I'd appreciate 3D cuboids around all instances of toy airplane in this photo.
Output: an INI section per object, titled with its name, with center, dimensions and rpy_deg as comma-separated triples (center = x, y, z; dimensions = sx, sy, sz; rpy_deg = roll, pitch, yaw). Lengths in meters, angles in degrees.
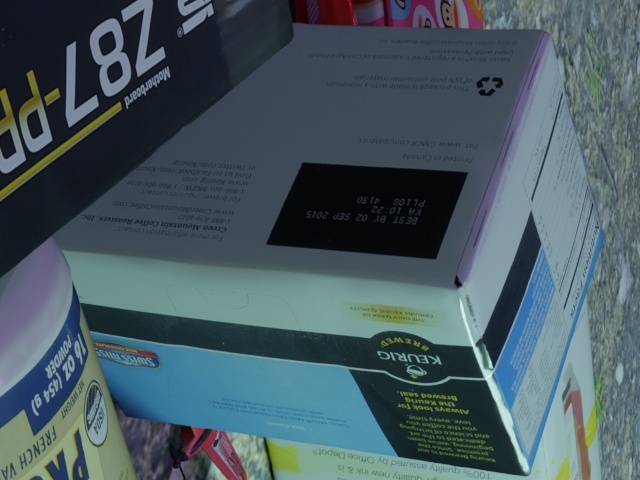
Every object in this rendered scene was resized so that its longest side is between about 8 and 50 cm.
[toy airplane]
center = -0.092, 0.137, 1.337
dimensions = 0.151, 0.028, 0.151
rpy_deg = 7, 82, -56

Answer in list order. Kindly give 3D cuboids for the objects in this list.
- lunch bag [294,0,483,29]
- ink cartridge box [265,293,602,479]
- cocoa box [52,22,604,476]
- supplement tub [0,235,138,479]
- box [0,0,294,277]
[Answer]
[lunch bag]
center = 0.056, -0.202, 1.422
dimensions = 0.258, 0.120, 0.293
rpy_deg = 15, 69, -64
[ink cartridge box]
center = 0.100, 0.155, 1.443
dimensions = 0.160, 0.279, 0.385
rpy_deg = -49, 137, -51
[cocoa box]
center = 0.000, 0.000, 1.142
dimensions = 0.231, 0.347, 0.228
rpy_deg = -67, 148, -33
[supplement tub]
center = -0.215, 0.156, 0.884
dimensions = 0.228, 0.228, 0.316
rpy_deg = -52, 138, -46
[box]
center = -0.256, -0.057, 0.586
dimensions = 0.318, 0.394, 0.097
rpy_deg = -49, 134, -50
